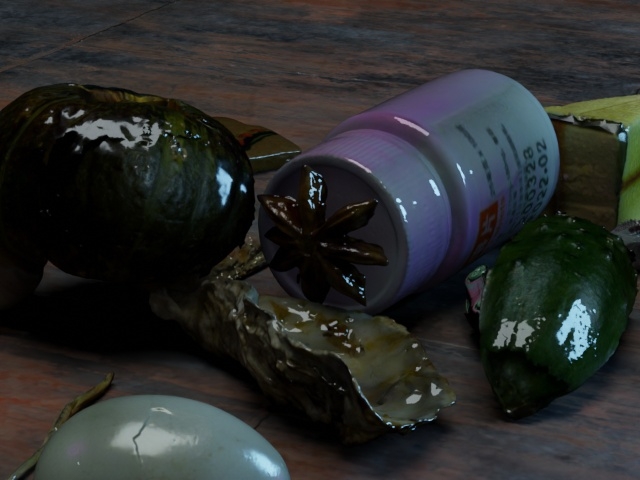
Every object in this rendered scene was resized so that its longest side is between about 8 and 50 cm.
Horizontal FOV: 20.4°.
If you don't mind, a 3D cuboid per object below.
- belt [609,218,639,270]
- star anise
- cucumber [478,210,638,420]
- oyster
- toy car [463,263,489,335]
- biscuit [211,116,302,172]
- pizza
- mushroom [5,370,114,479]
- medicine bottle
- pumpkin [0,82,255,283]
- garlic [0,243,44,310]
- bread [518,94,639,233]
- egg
[{"bbox_3d":[0.338,0.022,2.097,0.071,0.053,0.232,19,26,39],"label":"belt"},{"bbox_3d":[-0.001,0.000,1.873,0.168,0.168,0.057,12,33,29],"label":"star anise"},{"bbox_3d":[0.249,0.067,1.851,0.105,0.145,0.325,-26,10,29],"label":"cucumber"},{"bbox_3d":[-0.001,0.117,1.788,0.204,0.111,0.396,8,11,-35],"label":"oyster"},{"bbox_3d":[0.185,0.078,1.928,0.055,0.069,0.142,-37,16,11],"label":"toy car"},{"bbox_3d":[-0.173,-0.141,2.546,0.301,0.043,0.278,3,20,7],"label":"biscuit"},{"bbox_3d":[-0.142,0.019,2.096,0.195,0.052,0.185,-10,25,-28],"label":"pizza"},{"bbox_3d":[-0.255,0.183,1.682,0.026,0.028,0.286,-38,1,28],"label":"mushroom"},{"bbox_3d":[0.110,-0.058,2.066,0.219,0.219,0.388,11,22,28],"label":"medicine bottle"},{"bbox_3d":[-0.223,-0.065,1.935,0.320,0.192,0.320,8,10,-2],"label":"pumpkin"},{"bbox_3d":[-0.379,0.023,1.994,0.128,0.115,0.207,38,14,-12],"label":"garlic"},{"bbox_3d":[0.353,-0.104,2.298,0.163,0.168,0.264,10,19,27],"label":"bread"},{"bbox_3d":[-0.128,0.200,1.441,0.209,0.151,0.151,0,20,-7],"label":"egg"}]
